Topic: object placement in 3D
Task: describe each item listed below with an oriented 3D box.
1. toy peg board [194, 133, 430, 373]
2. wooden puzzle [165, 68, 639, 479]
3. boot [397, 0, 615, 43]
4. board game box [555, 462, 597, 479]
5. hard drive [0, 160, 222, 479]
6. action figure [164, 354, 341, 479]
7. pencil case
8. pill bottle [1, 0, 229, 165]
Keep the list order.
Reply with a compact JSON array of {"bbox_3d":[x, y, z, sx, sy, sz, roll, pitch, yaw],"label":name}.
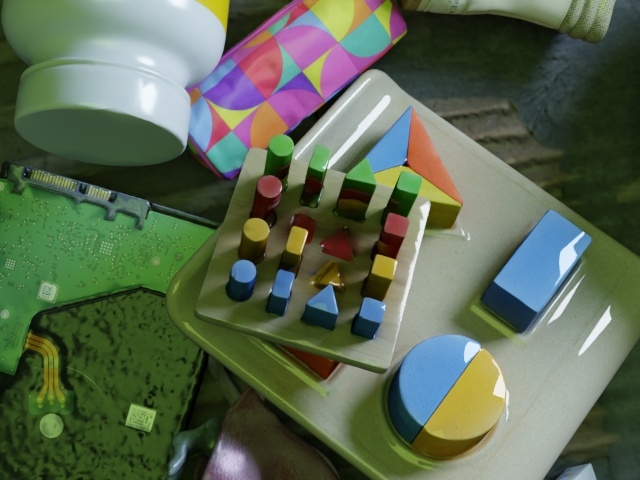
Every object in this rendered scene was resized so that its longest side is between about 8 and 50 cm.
[{"bbox_3d":[0.000,0.000,0.988,0.161,0.079,0.160,16,63,0],"label":"toy peg board"},{"bbox_3d":[0.095,0.042,1.064,0.348,0.080,0.322,39,64,6],"label":"wooden puzzle"},{"bbox_3d":[0.184,-0.316,1.137,0.204,0.095,0.261,10,73,-8],"label":"boot"},{"bbox_3d":[0.222,0.270,1.094,0.026,0.154,0.103,-21,88,30],"label":"board game box"},{"bbox_3d":[-0.227,0.119,1.145,0.237,0.064,0.338,16,90,1],"label":"hard drive"},{"bbox_3d":[0.038,0.284,1.103,0.370,0.248,0.275,14,62,2],"label":"action figure"},{"bbox_3d":[-0.033,-0.161,1.133,0.236,0.104,0.104,-42,88,-1],"label":"pencil case"},{"bbox_3d":[-0.168,-0.242,1.059,0.188,0.188,0.333,5,75,1],"label":"pill bottle"}]
